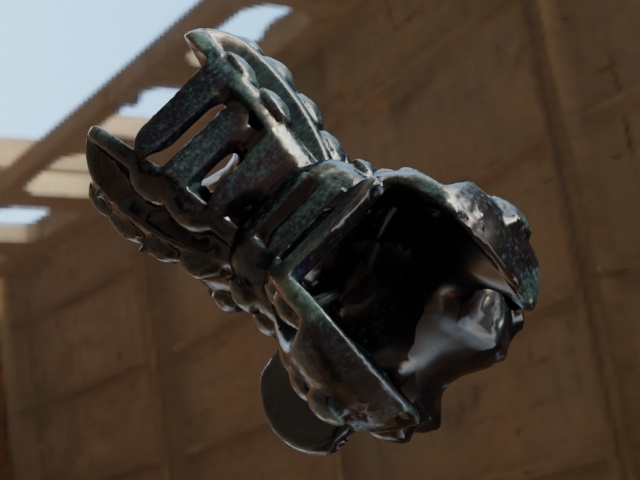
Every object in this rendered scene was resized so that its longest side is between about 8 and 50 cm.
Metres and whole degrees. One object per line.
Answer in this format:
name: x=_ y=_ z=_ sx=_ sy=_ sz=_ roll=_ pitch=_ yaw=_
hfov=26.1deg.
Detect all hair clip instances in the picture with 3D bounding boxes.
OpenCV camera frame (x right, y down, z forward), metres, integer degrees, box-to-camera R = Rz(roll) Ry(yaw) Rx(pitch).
hair clip: x=0.004 y=0.005 z=0.834 sx=0.194 sy=0.206 sz=0.310 roll=-43 pitch=-134 yaw=-8
